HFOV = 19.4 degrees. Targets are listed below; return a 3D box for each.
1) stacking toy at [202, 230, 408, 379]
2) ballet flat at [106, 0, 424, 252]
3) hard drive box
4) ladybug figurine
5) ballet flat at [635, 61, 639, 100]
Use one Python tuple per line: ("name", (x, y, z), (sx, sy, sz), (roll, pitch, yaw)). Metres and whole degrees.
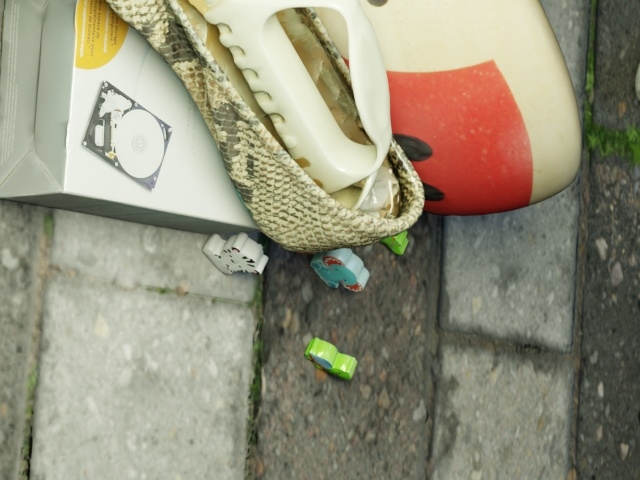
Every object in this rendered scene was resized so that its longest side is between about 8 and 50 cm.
("stacking toy", (0.000, 0.000, 1.672), (0.221, 0.052, 0.167), (48, 55, -36))
("ballet flat", (-0.057, -0.183, 1.383), (0.483, 0.182, 0.164), (56, 51, -30))
("hard drive box", (-0.140, -0.108, 1.491), (0.232, 0.089, 0.181), (9, 81, -49))
("ladybug figurine", (0.087, -0.157, 1.613), (0.162, 0.305, 0.449), (-38, 147, -5))
("ballet flat", (0.463, -0.211, 2.170), (0.400, 0.139, 0.139), (5, 85, -53))
